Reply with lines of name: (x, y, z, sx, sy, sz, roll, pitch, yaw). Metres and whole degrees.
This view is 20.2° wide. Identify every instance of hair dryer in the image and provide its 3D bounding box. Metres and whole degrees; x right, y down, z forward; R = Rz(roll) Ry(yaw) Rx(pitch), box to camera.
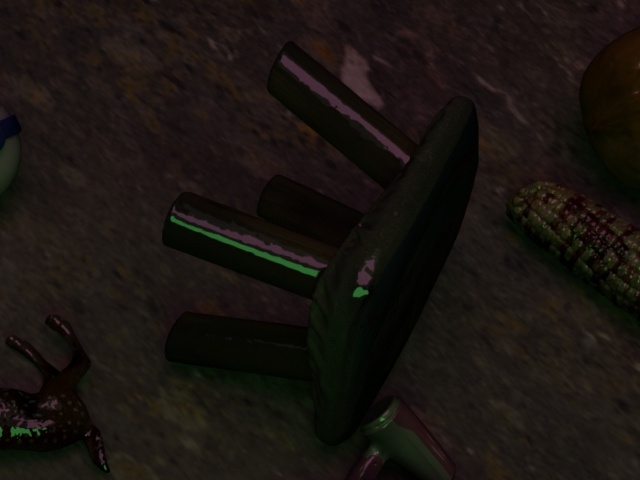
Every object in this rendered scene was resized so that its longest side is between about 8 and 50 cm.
hair dryer: (0.052, 0.242, 1.808, 0.154, 0.054, 0.106, -42, 105, -9)

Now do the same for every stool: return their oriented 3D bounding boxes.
stool: (0.000, 0.000, 1.815, 0.226, 0.310, 0.310, 23, 56, 11)

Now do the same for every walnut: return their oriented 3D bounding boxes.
walnut: (0.401, -0.154, 2.027, 0.222, 0.195, 0.195, -14, 59, -15)

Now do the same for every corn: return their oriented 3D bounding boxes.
corn: (0.316, 0.015, 1.969, 0.253, 0.086, 0.086, 36, 61, 21)

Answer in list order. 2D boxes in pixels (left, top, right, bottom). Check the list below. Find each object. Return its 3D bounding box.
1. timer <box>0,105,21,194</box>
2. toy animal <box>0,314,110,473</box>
timer: (-0.480, -0.055, 1.868, 0.384, 0.270, 0.270, -29, 63, -39)
toy animal: (-0.338, 0.192, 1.787, 0.244, 0.087, 0.260, -8, 55, -9)
